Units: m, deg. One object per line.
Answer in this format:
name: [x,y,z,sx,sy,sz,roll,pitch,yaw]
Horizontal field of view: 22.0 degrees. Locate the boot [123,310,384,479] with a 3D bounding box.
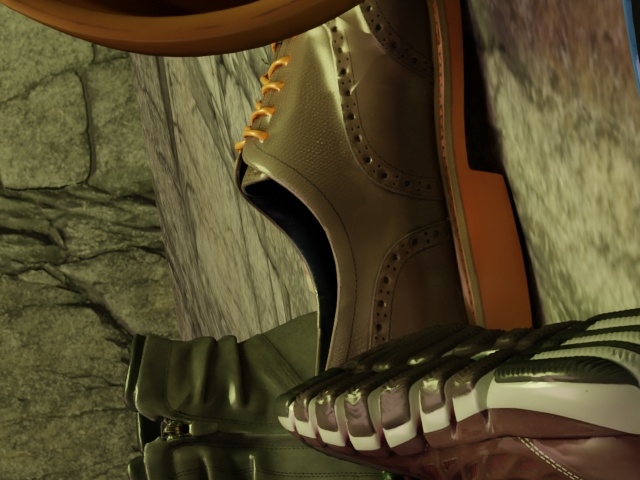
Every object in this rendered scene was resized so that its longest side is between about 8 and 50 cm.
boot: [-0.008,0.206,1.130,0.118,0.222,0.338,98,156,-60]

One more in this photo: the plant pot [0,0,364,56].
plant pot: [-0.050,-0.214,0.776,0.203,0.291,0.291,42,-147,-80]

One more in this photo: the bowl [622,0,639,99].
bowl: [0.165,-0.046,0.335,0.391,0.077,0.391,167,90,-80]

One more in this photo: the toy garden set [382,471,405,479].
toy garden set: [0.094,0.183,0.939,0.244,0.049,0.204,143,118,-68]

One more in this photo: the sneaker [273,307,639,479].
sneaker: [0.084,0.126,0.757,0.281,0.106,0.162,-10,101,60]

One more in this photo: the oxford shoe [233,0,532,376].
oxford shoe: [0.010,-0.087,0.924,0.130,0.132,0.364,119,136,-74]

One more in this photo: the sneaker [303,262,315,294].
sneaker: [0.000,0.000,1.302,0.134,0.051,0.070,-123,27,-50]
